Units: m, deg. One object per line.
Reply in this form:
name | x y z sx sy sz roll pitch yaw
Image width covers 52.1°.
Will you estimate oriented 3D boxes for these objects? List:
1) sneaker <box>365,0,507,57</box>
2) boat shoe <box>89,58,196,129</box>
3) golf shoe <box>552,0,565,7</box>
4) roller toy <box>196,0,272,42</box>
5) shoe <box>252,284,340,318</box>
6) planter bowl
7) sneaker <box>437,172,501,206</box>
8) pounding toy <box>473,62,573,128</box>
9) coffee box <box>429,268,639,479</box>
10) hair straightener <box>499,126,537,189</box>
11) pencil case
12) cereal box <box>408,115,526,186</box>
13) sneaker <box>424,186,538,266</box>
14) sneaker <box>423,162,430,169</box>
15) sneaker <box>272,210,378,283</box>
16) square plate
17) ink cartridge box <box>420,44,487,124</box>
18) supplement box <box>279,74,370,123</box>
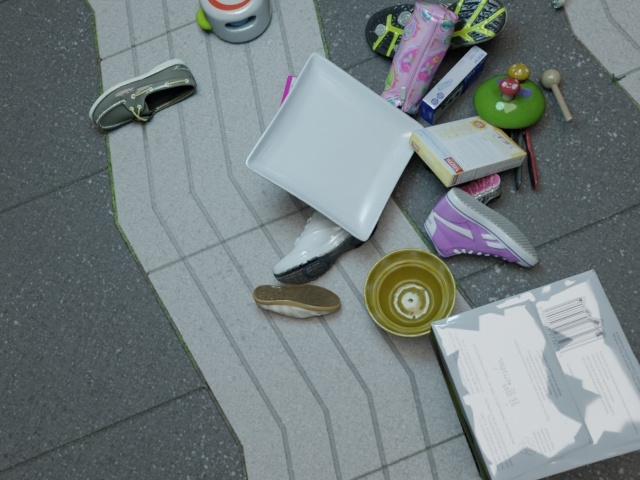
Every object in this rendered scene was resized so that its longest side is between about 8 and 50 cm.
sneaker | 0.307 -0.557 1.750 0.384 0.147 0.145 4 100 25
boat shoe | -0.485 -0.387 1.794 0.304 0.109 0.091 -31 68 -7
golf shoe | 0.682 -0.708 1.778 0.085 0.069 0.176 15 77 4
roller toy | -0.236 -0.670 1.826 0.191 0.146 0.209 28 78 13
shoe | -0.058 0.152 1.626 0.218 0.058 0.077 6 44 4
planter bowl | 0.215 0.135 1.572 0.217 0.090 0.217 -4 68 9
sneaker | 0.379 -0.103 1.641 0.170 0.075 0.063 -26 45 20
pounding toy | 0.512 -0.385 1.654 0.236 0.110 0.183 -5 54 0
coffee box | 0.444 0.296 1.378 0.337 0.334 0.338 -19 74 3
hair straightener | 0.498 -0.237 1.672 0.088 0.047 0.231 -2 74 6
pencil case | 0.243 -0.452 1.653 0.124 0.124 0.284 31 123 14
cereal box | 0.361 -0.226 1.613 0.240 0.047 0.173 -16 53 -25
sneaker | 0.385 0.004 1.606 0.282 0.102 0.161 35 119 -4
sneaker | 0.358 -0.199 1.676 0.170 0.051 0.089 -25 68 -4
sneaker | 0.000 0.000 1.645 0.297 0.111 0.129 -34 64 -12
square plate | 0.041 -0.225 1.589 0.344 0.049 0.347 32 73 -11
ink cartridge box | 0.347 -0.405 1.711 0.046 0.097 0.207 41 83 15
supplement box | 0.014 -0.348 1.725 0.219 0.111 0.114 12 77 10
